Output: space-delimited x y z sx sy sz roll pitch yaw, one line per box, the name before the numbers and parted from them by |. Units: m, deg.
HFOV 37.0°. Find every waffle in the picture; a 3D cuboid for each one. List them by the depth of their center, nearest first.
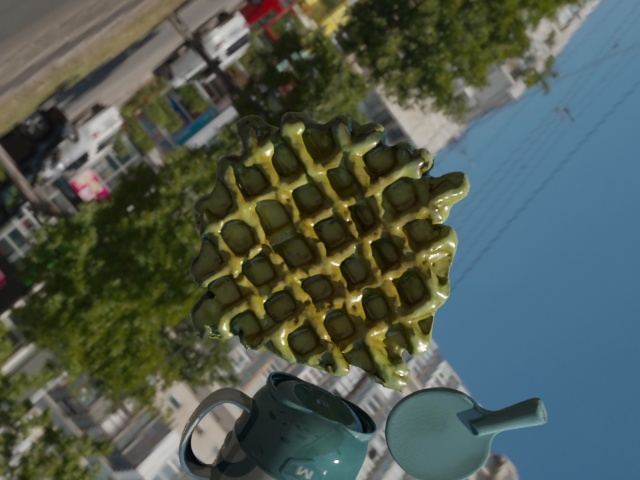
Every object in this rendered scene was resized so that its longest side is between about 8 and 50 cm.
waffle | 0.001 -0.001 0.776 0.054 0.223 0.204 -12 115 -76

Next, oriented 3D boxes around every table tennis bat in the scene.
table tennis bat | 0.209 0.271 1.380 0.237 0.149 0.038 -19 -173 18

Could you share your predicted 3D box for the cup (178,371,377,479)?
cup | -0.083 0.353 1.551 0.258 0.289 0.219 -61 -170 13
